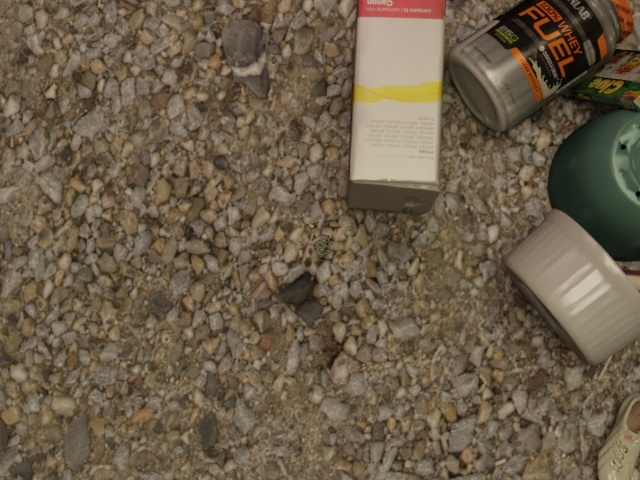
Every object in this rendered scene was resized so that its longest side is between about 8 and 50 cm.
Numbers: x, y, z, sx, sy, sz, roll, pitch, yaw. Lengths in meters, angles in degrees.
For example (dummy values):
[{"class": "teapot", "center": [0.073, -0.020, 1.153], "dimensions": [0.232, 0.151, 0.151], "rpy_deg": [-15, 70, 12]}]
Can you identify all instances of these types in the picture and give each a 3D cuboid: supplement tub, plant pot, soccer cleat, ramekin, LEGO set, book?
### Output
[{"class": "supplement tub", "center": [0.415, -0.363, 1.788], "dimensions": [0.316, 0.193, 0.193], "rpy_deg": [-35, 83, -4]}, {"class": "plant pot", "center": [0.589, -0.119, 1.731], "dimensions": [0.293, 0.235, 0.293], "rpy_deg": [0, 82, 0]}, {"class": "soccer cleat", "center": [0.560, 0.373, 1.743], "dimensions": [0.068, 0.076, 0.196], "rpy_deg": [19, 83, 3]}, {"class": "ramekin", "center": [0.454, 0.090, 1.691], "dimensions": [0.135, 0.277, 0.277], "rpy_deg": [-40, 83, 4]}, {"class": "LEGO set", "center": [-0.003, 0.000, 1.828], "dimensions": [0.054, 0.023, 0.083], "rpy_deg": [-44, 84, -5]}, {"class": "book", "center": [0.578, 0.070, 1.746], "dimensions": [0.096, 0.144, 0.035], "rpy_deg": [11, 97, -2]}]

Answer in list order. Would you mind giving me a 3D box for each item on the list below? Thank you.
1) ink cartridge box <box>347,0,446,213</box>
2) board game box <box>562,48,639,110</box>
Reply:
[{"class": "ink cartridge box", "center": [0.136, -0.260, 1.733], "dimensions": [0.160, 0.279, 0.384], "rpy_deg": [3, 82, 2]}, {"class": "board game box", "center": [0.560, -0.301, 1.753], "dimensions": [0.136, 0.260, 0.030], "rpy_deg": [-40, 111, -4]}]
